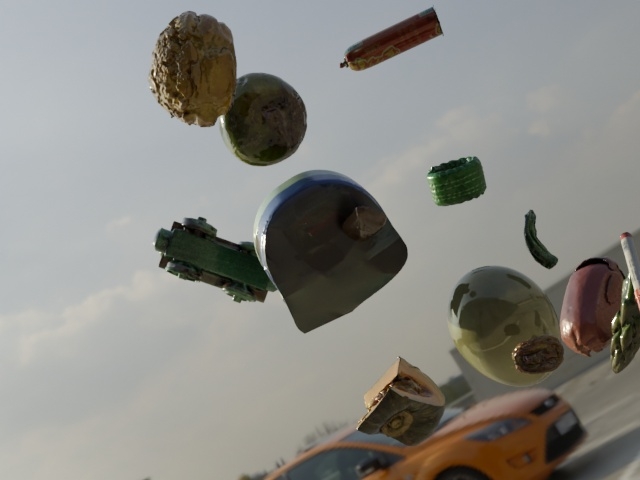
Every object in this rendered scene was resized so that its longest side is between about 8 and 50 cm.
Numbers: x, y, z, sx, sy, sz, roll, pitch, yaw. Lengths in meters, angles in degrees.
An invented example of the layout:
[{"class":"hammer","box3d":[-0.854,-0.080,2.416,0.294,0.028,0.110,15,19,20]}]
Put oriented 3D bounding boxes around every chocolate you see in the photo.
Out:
[{"class":"chocolate","box3d":[0.074,-0.023,1.601,0.065,0.031,0.100,20,-29,-15]}]

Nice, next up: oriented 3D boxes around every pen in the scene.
[{"class":"pen","box3d":[0.621,0.065,1.767,0.028,0.028,0.239,-39,25,30]}]

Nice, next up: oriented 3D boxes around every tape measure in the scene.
[{"class":"tape measure","box3d":[0.001,0.001,1.723,0.259,0.262,0.138,-34,14,-3]}]

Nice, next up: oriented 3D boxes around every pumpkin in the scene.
[{"class":"pumpkin","box3d":[0.163,0.360,2.068,0.139,0.190,0.280,-50,-44,11]}]

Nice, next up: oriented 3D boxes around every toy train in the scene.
[{"class":"toy train","box3d":[-0.239,0.048,2.064,0.221,0.304,0.150,163,128,-76]}]

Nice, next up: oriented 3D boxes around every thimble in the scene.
[{"class":"thimble","box3d":[0.309,-0.135,2.059,0.130,0.090,0.118,-10,17,30]}]

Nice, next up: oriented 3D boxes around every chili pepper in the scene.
[{"class":"chili pepper","box3d":[0.379,-0.001,1.596,0.055,0.118,0.035,5,-34,-42]}]

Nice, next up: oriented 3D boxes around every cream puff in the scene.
[{"class":"cream puff","box3d":[-0.207,-0.270,1.427,0.130,0.189,0.189,-2,-23,-20]}]

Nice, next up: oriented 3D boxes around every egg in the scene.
[{"class":"egg","box3d":[0.332,0.156,1.620,0.186,0.241,0.186,-32,11,7]}]

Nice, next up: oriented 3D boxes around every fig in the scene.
[{"class":"fig","box3d":[-0.117,-0.234,1.756,0.181,0.181,0.191,-27,5,-16]}]

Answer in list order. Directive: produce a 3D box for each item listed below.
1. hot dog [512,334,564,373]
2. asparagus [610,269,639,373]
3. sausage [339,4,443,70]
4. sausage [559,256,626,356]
[{"class":"hot dog","box3d":[0.347,0.181,1.427,0.083,0.058,0.035,-14,2,-4]},{"class":"asparagus","box3d":[0.736,0.198,2.140,0.080,0.080,0.287,-18,-56,-44]},{"class":"sausage","box3d":[0.164,-0.475,2.163,0.264,0.083,0.083,-23,-11,12]},{"class":"sausage","box3d":[0.700,0.167,2.303,0.279,0.152,0.152,-67,8,-32]}]
